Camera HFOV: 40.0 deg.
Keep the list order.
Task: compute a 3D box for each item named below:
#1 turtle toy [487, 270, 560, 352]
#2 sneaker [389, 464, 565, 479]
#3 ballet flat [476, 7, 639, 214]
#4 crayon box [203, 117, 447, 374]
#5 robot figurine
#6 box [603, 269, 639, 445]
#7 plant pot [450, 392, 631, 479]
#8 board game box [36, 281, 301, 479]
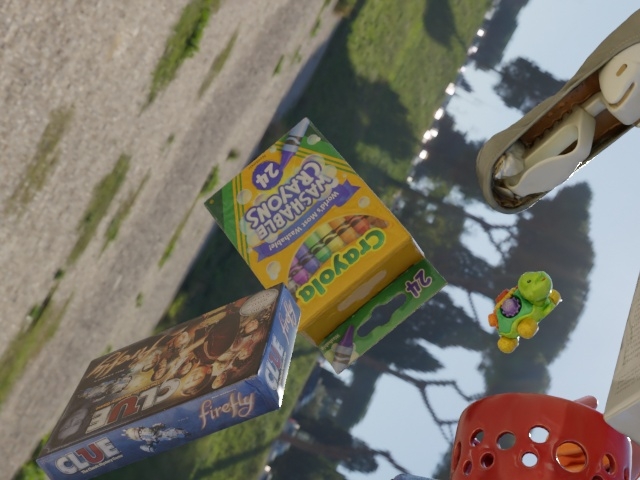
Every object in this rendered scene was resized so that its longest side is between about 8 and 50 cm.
[{"bbox_3d":[0.277,0.089,1.196,0.095,0.066,0.130,-41,172,-38],"label":"turtle toy"},{"bbox_3d":[0.247,0.335,1.109,0.130,0.330,0.147,-77,177,-68],"label":"sneaker"},{"bbox_3d":[0.202,-0.091,0.636,0.213,0.072,0.068,-41,-157,30],"label":"ballet flat"},{"bbox_3d":[0.000,0.000,1.251,0.203,0.323,0.083,-40,149,1],"label":"crayon box"},{"bbox_3d":[0.446,0.347,1.419,0.219,0.158,0.128,5,120,-47],"label":"robot figurine"},{"bbox_3d":[0.425,0.069,0.807,0.168,0.215,0.345,-52,-178,46],"label":"box"},{"bbox_3d":[0.228,0.281,0.932,0.191,0.191,0.174,121,-11,-51],"label":"plant pot"},{"bbox_3d":[-0.143,0.139,0.861,0.243,0.042,0.165,-23,-157,16],"label":"board game box"}]
